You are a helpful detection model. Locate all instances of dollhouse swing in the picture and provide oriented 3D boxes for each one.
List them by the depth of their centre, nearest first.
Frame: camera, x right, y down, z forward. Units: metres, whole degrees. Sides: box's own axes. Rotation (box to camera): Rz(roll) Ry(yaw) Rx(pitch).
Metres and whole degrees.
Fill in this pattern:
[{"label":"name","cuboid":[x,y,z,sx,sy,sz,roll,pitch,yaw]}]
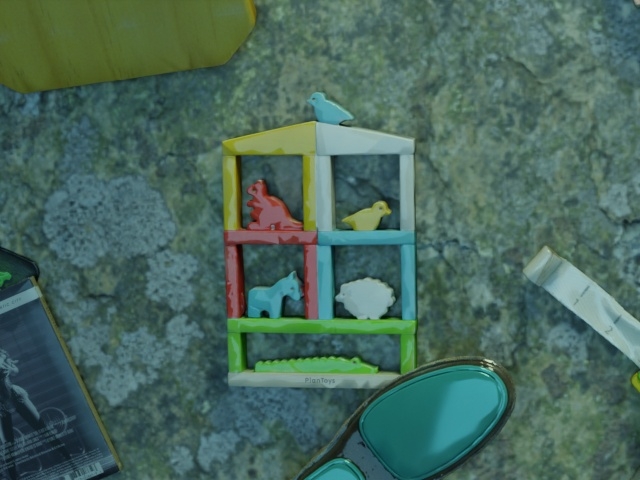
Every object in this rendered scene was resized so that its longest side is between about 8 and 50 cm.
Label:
[{"label":"dollhouse swing","cuboid":[-0.228,-0.368,1.755,0.346,0.305,0.315,-8,54,11]}]

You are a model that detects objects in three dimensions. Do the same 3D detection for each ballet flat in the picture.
[{"label":"ballet flat","cuboid":[0.057,0.210,1.757,0.316,0.106,0.108,-34,84,11]}]

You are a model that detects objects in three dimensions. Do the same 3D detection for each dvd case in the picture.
[{"label":"dvd case","cuboid":[-0.322,0.167,1.856,0.164,0.018,0.221,-23,97,11]}]

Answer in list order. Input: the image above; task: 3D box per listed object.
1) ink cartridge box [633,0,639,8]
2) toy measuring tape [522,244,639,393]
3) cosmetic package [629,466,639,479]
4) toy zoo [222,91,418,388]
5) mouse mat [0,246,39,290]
[{"label":"ink cartridge box","cuboid":[0.329,-0.326,1.674,0.145,0.045,0.179,-22,96,11]},{"label":"toy measuring tape","cuboid":[0.324,0.129,1.697,0.330,0.121,0.121,41,102,3]},{"label":"cosmetic package","cuboid":[0.302,0.340,1.671,0.138,0.225,0.224,36,102,1]},{"label":"toy zoo","cuboid":[0.000,0.000,1.777,0.192,0.030,0.293,0,97,10]},{"label":"mouse mat","cuboid":[-0.398,0.059,1.866,0.189,0.007,0.153,22,100,5]}]
